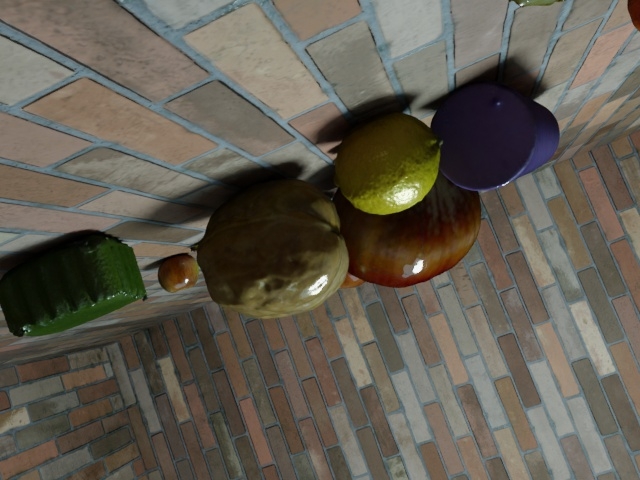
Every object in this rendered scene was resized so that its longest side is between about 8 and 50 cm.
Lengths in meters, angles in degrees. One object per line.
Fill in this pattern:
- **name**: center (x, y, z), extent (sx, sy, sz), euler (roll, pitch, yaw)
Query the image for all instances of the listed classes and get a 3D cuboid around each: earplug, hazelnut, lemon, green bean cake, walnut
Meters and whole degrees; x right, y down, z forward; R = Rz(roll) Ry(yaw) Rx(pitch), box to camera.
- **earplug**: center (0.424, -0.234, 1.403), extent (0.215, 0.215, 0.456), euler (-25, 175, 31)
- **hazelnut**: center (0.220, -0.060, 1.577), extent (0.409, 0.359, 0.359), euler (-26, 176, -30)
- **lemon**: center (0.132, -0.149, 1.214), extent (0.231, 0.192, 0.192), euler (-20, 173, 17)
- **green bean cake**: center (-0.528, 0.098, 1.329), extent (0.249, 0.156, 0.247), euler (-21, 174, -1)
- **walnut**: center (-0.114, 0.025, 1.378), extent (0.343, 0.306, 0.306), euler (-20, 173, 19)

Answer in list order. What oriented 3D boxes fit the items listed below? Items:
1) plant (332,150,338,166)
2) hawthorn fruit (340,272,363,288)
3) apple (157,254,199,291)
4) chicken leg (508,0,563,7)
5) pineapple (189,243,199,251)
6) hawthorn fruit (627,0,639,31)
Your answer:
- **plant**: center (0.081, -0.185, 1.370), extent (0.116, 0.104, 0.122), euler (22, -171, -24)
- **hawthorn fruit**: center (0.062, 0.020, 2.054), extent (0.277, 0.277, 0.298), euler (-22, -177, 8)
- **apple**: center (-0.423, 0.099, 1.851), extent (0.126, 0.102, 0.126), euler (-21, 174, -3)
- **chicken leg**: center (0.316, -0.348, 0.729), extent (0.227, 0.088, 0.103), euler (-28, 162, 9)
- **pineapple**: center (-0.188, 0.026, 1.745), extent (0.334, 0.158, 0.161), euler (-26, 172, 30)
- **hawthorn fruit**: center (0.535, -0.383, 0.959), extent (0.125, 0.140, 0.125), euler (-15, 141, -12)
